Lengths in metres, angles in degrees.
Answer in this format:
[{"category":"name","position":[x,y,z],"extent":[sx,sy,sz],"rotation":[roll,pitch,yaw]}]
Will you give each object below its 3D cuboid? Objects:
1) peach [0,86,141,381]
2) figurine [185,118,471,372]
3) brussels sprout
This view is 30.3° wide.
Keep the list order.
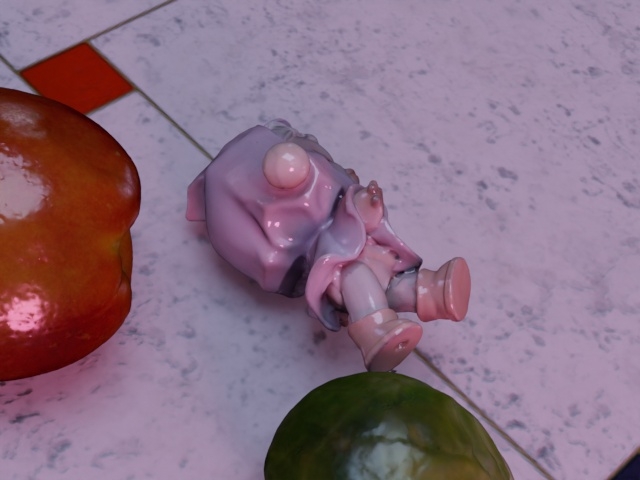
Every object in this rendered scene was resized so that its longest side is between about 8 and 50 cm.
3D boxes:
[{"category":"peach","position":[-0.256,-0.002,0.911],"extent":[0.243,0.199,0.244],"rotation":[3,64,-5]},{"category":"figurine","position":[-0.001,0.000,0.990],"extent":[0.133,0.200,0.276],"rotation":[-48,55,-3]},{"category":"brussels sprout","position":[0.051,0.176,0.870],"extent":[0.180,0.144,0.161],"rotation":[3,36,-27]}]
